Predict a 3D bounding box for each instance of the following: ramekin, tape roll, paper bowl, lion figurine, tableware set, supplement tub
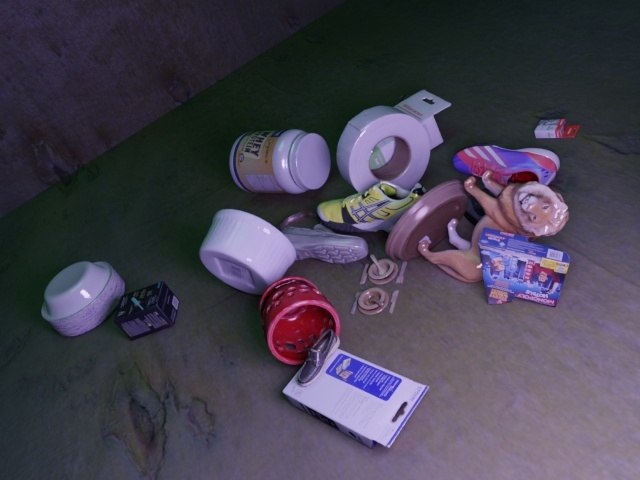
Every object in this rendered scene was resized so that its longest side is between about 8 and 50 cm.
[{"bbox_3d":[-0.224,0.044,1.789,0.277,0.277,0.135,5,55,37],"label":"ramekin"},{"bbox_3d":[0.194,-0.269,1.873,0.286,0.286,0.100,-33,36,-5],"label":"tape roll"},{"bbox_3d":[-0.849,0.185,2.132,0.284,0.148,0.284,-19,36,14],"label":"paper bowl"},{"bbox_3d":[0.415,-0.011,1.480,0.142,0.392,0.240,-17,56,-39],"label":"lion figurine"},{"bbox_3d":[0.153,0.117,1.637,0.128,0.039,0.194,-6,41,29],"label":"tableware set"},{"bbox_3d":[-0.144,-0.281,2.162,0.316,0.228,0.228,4,47,37],"label":"supplement tub"}]

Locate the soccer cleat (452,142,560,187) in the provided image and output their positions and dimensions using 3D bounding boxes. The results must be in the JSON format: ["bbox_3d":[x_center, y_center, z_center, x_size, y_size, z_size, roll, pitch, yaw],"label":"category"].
[{"bbox_3d":[0.515,-0.206,1.741,0.318,0.108,0.116,10,54,38],"label":"soccer cleat"}]

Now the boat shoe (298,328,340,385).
[{"bbox_3d":[-0.011,0.275,1.439,0.056,0.049,0.152,7,49,39],"label":"boat shoe"}]

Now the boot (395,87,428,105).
[{"bbox_3d":[0.346,-0.548,2.322,0.118,0.042,0.087,-43,36,-20],"label":"boot"}]

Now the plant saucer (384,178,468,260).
[{"bbox_3d":[0.286,-0.043,1.576,0.278,0.278,0.041,-36,64,-10],"label":"plant saucer"}]

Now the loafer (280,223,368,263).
[{"bbox_3d":[0.000,0.000,1.808,0.319,0.112,0.111,4,58,29],"label":"loafer"}]

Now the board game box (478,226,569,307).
[{"bbox_3d":[0.452,0.079,1.388,0.194,0.194,0.060,15,48,18],"label":"board game box"}]

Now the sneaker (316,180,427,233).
[{"bbox_3d":[0.161,-0.106,1.787,0.384,0.147,0.145,3,26,30],"label":"sneaker"}]

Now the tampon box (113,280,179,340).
[{"bbox_3d":[-0.551,0.224,1.922,0.161,0.101,0.120,-20,36,13],"label":"tampon box"}]

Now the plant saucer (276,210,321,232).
[{"bbox_3d":[-0.068,-0.033,1.977,0.168,0.029,0.168,-19,36,15],"label":"plant saucer"}]

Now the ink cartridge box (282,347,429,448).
[{"bbox_3d":[0.080,0.355,1.375,0.332,0.065,0.165,14,53,45],"label":"ink cartridge box"}]

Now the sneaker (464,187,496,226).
[{"bbox_3d":[0.470,-0.074,1.619,0.130,0.087,0.227,-32,30,6],"label":"sneaker"}]

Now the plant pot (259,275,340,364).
[{"bbox_3d":[-0.063,0.194,1.561,0.191,0.191,0.174,-30,33,-2],"label":"plant pot"}]

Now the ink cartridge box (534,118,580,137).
[{"bbox_3d":[0.716,-0.339,1.829,0.115,0.029,0.063,6,48,39],"label":"ink cartridge box"}]

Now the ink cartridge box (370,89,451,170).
[{"bbox_3d":[0.271,-0.358,2.072,0.353,0.119,0.207,-33,35,-4],"label":"ink cartridge box"}]
